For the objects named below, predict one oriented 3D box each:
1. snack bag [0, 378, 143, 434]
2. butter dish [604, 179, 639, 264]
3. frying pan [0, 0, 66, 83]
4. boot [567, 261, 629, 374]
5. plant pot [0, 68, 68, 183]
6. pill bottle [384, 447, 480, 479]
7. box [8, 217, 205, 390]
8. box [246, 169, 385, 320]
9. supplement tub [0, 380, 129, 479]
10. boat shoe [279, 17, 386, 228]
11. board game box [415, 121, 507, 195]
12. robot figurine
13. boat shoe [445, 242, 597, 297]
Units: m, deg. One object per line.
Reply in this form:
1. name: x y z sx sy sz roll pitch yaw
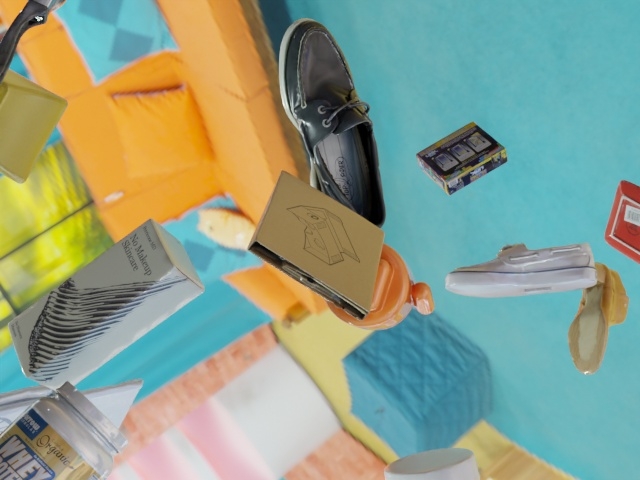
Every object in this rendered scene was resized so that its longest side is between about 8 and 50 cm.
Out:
1. snack bag: -0.486 0.331 1.581 0.037 0.342 0.323 63 141 28
2. butter dish: 0.722 -0.039 2.054 0.160 0.118 0.160 43 133 50
3. frying pan: -0.322 -0.325 1.110 0.326 0.053 0.197 -89 18 -47
4. boot: 0.714 0.200 2.368 0.104 0.295 0.211 -10 161 41
5. plant pot: -0.706 -0.273 1.994 0.212 0.212 0.187 28 178 11
6. pill bottle: 0.182 0.462 1.310 0.176 0.176 0.319 166 93 -68
7. box: -0.317 0.098 1.390 0.113 0.275 0.094 56 -175 35
8. box: 0.000 0.000 1.181 0.164 0.201 0.021 32 119 -9
9. supplement tub: -0.367 0.300 1.246 0.144 0.200 0.144 38 160 16
10. boat shoe: 0.030 -0.161 1.403 0.113 0.127 0.340 16 119 54
11. board game box: 0.337 -0.198 2.251 0.141 0.170 0.048 52 168 46
12. robot figurine: 0.075 0.069 1.371 0.219 0.158 0.128 35 -146 -77
13. boat shoe: 0.343 0.047 1.629 0.095 0.258 0.084 87 -179 -71
